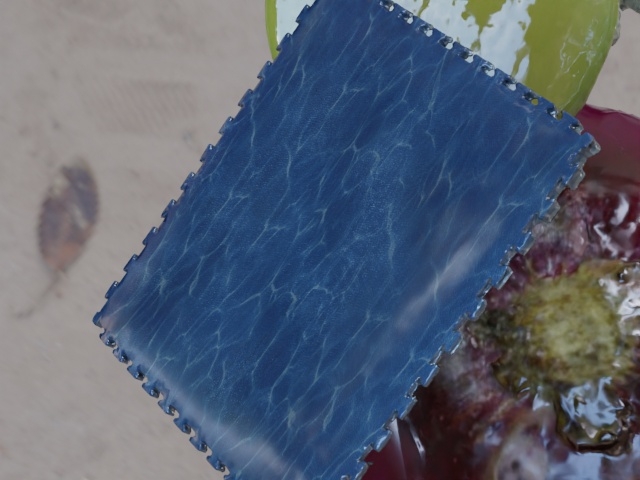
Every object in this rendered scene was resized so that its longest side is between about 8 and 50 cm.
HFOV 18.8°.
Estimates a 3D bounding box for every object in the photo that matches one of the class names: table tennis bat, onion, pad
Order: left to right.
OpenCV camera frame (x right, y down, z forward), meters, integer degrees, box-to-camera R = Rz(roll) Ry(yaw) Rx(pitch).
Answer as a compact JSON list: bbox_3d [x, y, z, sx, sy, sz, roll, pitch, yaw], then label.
[{"bbox_3d":[0.000,0.000,1.061,0.269,0.012,0.269,-55,41,3],"label":"pad"},{"bbox_3d":[0.100,-0.216,1.231,0.224,0.054,0.368,21,91,9],"label":"table tennis bat"},{"bbox_3d":[0.190,0.106,1.472,0.398,0.420,0.398,-4,80,24],"label":"onion"}]

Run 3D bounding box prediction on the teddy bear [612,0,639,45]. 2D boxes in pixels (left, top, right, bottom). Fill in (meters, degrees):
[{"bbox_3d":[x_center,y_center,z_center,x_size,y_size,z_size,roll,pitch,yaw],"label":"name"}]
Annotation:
[{"bbox_3d":[0.203,-0.256,1.555,0.133,0.111,0.213,-23,89,-23],"label":"teddy bear"}]
